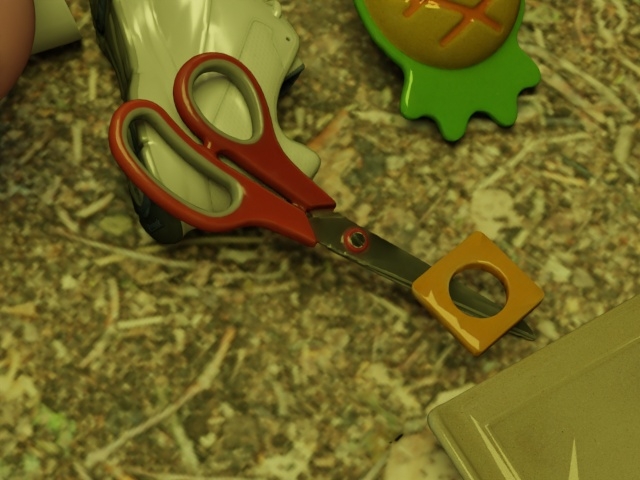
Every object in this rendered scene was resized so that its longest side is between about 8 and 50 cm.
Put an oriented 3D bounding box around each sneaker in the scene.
[{"bbox_3d":[-0.085,-0.142,1.180,0.129,0.111,0.297,-9,74,-14],"label":"sneaker"}]

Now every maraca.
[{"bbox_3d":[0.084,-0.161,1.190,0.127,0.099,0.186,-16,91,-15],"label":"maraca"}]

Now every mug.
[{"bbox_3d":[-0.205,-0.153,1.204,0.064,0.078,0.062,-27,101,-4],"label":"mug"}]

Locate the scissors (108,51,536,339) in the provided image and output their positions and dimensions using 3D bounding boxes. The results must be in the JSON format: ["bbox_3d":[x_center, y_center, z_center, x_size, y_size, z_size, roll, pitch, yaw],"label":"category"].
[{"bbox_3d":[0.000,0.000,1.102,0.297,0.021,0.109,42,64,-7],"label":"scissors"}]

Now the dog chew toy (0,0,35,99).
[{"bbox_3d":[-0.275,-0.187,1.094,0.206,0.207,0.332,-23,45,-12],"label":"dog chew toy"}]

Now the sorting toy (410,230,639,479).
[{"bbox_3d":[0.186,0.140,1.077,0.196,0.047,0.348,-26,69,-18],"label":"sorting toy"}]
